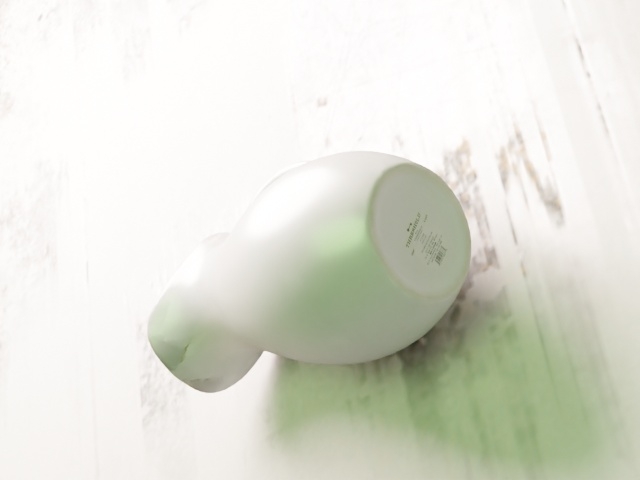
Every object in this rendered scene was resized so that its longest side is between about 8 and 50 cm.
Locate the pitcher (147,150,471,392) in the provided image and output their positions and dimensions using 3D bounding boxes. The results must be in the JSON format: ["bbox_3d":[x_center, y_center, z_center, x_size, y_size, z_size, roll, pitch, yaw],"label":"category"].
[{"bbox_3d":[0.000,0.000,0.882,0.207,0.125,0.178,-21,39,47],"label":"pitcher"}]
